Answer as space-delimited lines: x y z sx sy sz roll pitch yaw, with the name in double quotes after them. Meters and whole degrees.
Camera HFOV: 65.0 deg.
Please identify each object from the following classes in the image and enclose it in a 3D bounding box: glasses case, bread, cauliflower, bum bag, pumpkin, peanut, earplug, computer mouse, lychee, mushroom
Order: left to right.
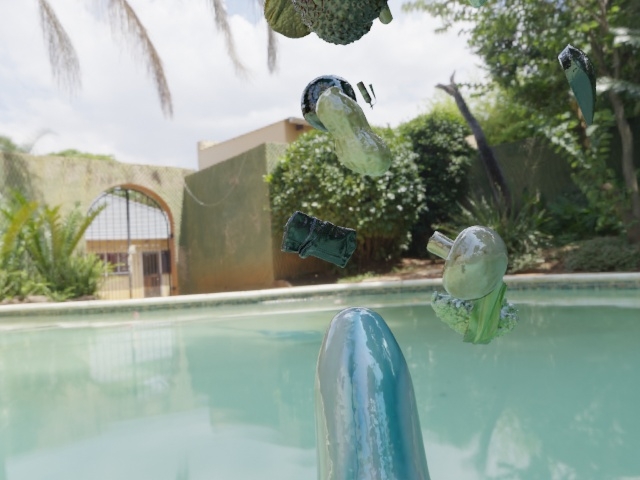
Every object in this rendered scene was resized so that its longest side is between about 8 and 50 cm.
-0.097 -0.892 1.864 0.227 0.142 0.253 26 -52 -20 "bread"
0.000 0.000 1.427 0.248 0.123 0.060 18 2 -41 "bum bag"
0.031 -0.545 2.000 0.233 0.233 0.163 -4 -11 15 "pumpkin"
0.038 -0.640 1.286 0.272 0.271 0.271 -3 -3 0 "lychee"
0.077 -0.266 1.266 0.124 0.256 0.123 -37 0 0 "peanut"
0.063 0.251 0.694 0.185 0.323 0.185 -5 -19 -2 "earplug"
0.223 -0.870 1.880 0.065 0.041 0.170 37 8 17 "glasses case"
0.380 0.048 1.341 0.215 0.207 0.207 32 19 35 "mushroom"
0.490 0.176 1.537 0.256 0.315 0.239 33 31 25 "cauliflower"
0.896 -0.535 1.709 0.087 0.295 0.168 -21 31 30 "computer mouse"

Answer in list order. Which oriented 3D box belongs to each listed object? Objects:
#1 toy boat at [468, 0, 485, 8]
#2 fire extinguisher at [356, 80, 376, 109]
0.577 -0.910 1.701 0.269 0.141 0.141 -44 8 -14 "toy boat"
0.161 -0.484 1.659 0.046 0.100 0.032 -31 9 3 "fire extinguisher"
